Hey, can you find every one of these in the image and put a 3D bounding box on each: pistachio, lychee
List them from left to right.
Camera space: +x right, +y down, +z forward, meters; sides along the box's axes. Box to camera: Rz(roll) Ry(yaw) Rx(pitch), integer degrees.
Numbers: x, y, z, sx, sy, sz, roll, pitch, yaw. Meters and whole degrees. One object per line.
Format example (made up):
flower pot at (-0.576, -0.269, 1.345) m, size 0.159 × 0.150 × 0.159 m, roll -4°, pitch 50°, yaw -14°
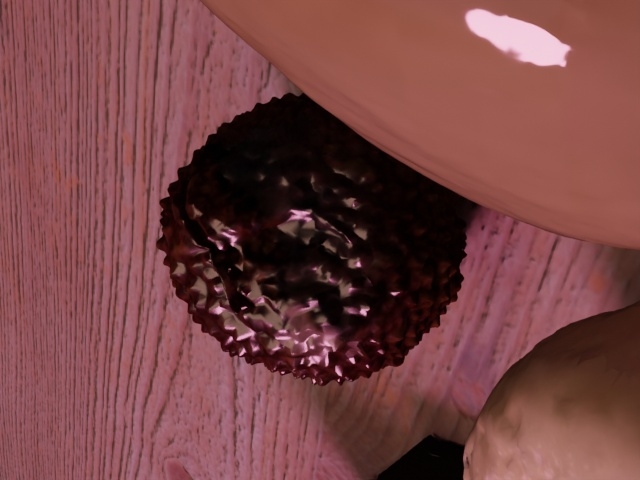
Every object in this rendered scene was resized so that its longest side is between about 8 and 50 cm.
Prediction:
lychee at (0.000, 0.000, 0.972) m, size 0.188 × 0.188 × 0.188 m, roll 35°, pitch 146°, yaw 29°
pistachio at (0.082, -0.178, 0.593) m, size 0.445 × 0.281 × 0.365 m, roll 35°, pitch 139°, yaw 4°

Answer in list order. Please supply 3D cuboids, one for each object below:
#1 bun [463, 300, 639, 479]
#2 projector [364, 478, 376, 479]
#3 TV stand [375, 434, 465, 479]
bun at (0.238, 0.185, 0.796) m, size 0.360 × 0.211 × 0.359 m, roll 43°, pitch 146°, yaw 39°
projector at (0.042, 0.308, 1.140) m, size 0.259 × 0.257 × 0.079 m, roll 24°, pitch 139°, yaw 41°
TV stand at (0.147, 0.217, 1.070) m, size 0.269 × 0.088 × 0.082 m, roll 16°, pitch 133°, yaw 46°
